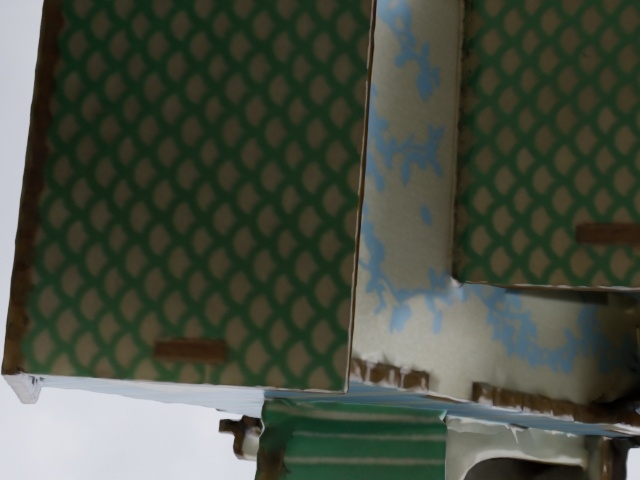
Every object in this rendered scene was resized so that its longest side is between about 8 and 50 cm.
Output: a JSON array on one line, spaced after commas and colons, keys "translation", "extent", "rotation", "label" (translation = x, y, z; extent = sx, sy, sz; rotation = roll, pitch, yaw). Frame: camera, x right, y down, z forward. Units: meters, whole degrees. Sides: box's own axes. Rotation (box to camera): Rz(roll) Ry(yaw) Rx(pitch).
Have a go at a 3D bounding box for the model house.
[{"translation": [0.000, 0.000, 0.459], "extent": [0.271, 0.206, 0.178], "rotation": [-3, -105, 45], "label": "model house"}]
